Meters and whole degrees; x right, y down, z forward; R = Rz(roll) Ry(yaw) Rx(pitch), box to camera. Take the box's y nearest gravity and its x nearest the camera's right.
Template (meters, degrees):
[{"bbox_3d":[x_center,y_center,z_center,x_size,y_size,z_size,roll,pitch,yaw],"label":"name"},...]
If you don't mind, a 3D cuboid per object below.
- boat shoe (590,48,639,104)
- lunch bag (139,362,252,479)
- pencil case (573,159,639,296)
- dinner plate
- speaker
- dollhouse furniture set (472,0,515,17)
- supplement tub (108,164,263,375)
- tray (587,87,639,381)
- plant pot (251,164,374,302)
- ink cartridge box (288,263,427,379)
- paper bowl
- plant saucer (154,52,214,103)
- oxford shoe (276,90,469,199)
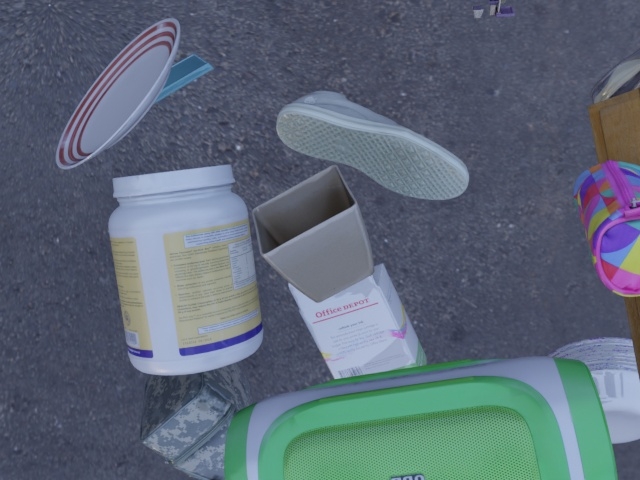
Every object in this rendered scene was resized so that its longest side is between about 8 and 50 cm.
[{"bbox_3d":[0.599,-0.297,1.037,0.132,0.355,0.130,-26,76,-30],"label":"boat shoe"},{"bbox_3d":[-0.256,0.396,1.507,0.212,0.305,0.256,-44,114,7],"label":"lunch bag"},{"bbox_3d":[0.346,-0.024,0.739,0.104,0.236,0.105,5,110,13],"label":"pencil case"},{"bbox_3d":[-0.150,-0.109,0.495,0.141,0.141,0.017,-49,125,0],"label":"dinner plate"},{"bbox_3d":[0.077,0.175,0.544,0.296,0.131,0.131,-11,116,12],"label":"speaker"},{"bbox_3d":[0.375,-0.553,1.427,0.090,0.114,0.081,-2,139,5],"label":"dollhouse furniture set"},{"bbox_3d":[-0.236,0.043,1.146,0.240,0.241,0.332,-9,98,-20],"label":"supplement tub"},{"bbox_3d":[0.486,-0.021,0.837,0.076,0.202,0.411,24,57,-47],"label":"tray"},{"bbox_3d":[0.000,0.000,0.708,0.109,0.109,0.096,-28,120,4],"label":"plant pot"},{"bbox_3d":[0.091,0.192,1.528,0.207,0.119,0.354,-19,109,20],"label":"ink cartridge box"},{"bbox_3d":[0.646,0.353,1.476,0.284,0.148,0.284,6,138,6],"label":"paper bowl"},{"bbox_3d":[-0.307,-0.315,1.298,0.192,0.067,0.018,-36,144,-20],"label":"plant saucer"},{"bbox_3d":[0.124,-0.222,1.462,0.449,0.130,0.169,21,137,5],"label":"oxford shoe"}]
